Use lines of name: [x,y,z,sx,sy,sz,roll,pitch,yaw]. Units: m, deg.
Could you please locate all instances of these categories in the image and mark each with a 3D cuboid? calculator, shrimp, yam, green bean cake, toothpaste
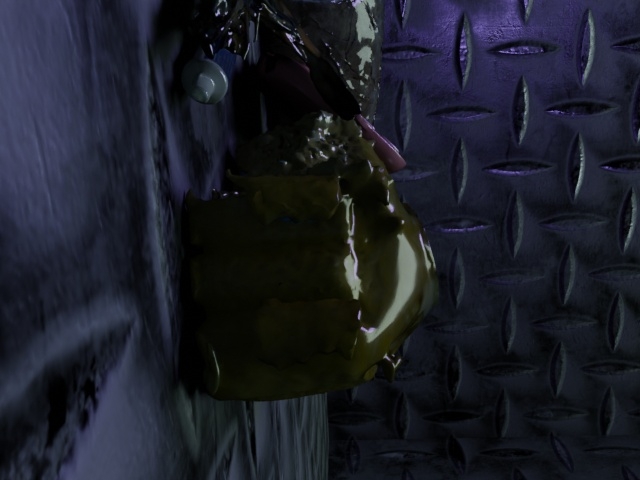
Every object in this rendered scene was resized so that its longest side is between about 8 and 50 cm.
calculator: [0.003,-0.164,0.860,0.048,0.220,0.330,-49,-164,1]
shrimp: [-0.030,-0.160,0.548,0.198,0.051,0.262,40,21,-22]
yam: [-0.002,-0.295,1.080,0.201,0.203,0.271,-55,151,-48]
green bean cake: [0.000,0.000,0.609,0.310,0.202,0.284,75,11,-81]
toothpaste: [-0.089,-0.157,0.549,0.197,0.035,0.057,-93,170,-57]
